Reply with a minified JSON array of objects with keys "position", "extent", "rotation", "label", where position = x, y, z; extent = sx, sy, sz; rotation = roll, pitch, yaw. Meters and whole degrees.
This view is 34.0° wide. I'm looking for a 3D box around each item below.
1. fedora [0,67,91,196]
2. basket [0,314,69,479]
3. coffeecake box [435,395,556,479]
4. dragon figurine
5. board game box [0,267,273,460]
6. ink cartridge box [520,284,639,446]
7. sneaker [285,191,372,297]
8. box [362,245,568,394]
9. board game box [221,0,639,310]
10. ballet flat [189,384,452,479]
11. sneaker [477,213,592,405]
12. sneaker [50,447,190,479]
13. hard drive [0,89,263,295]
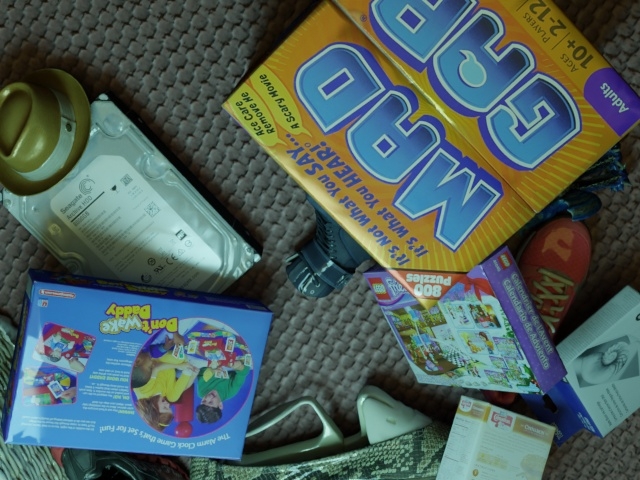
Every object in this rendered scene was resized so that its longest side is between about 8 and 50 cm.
[{"position":[-0.418,-0.162,1.490],"extent":[0.194,0.079,0.194],"rotation":[-6,75,24],"label":"fedora"},{"position":[-0.576,0.341,1.579],"extent":[0.328,0.266,0.331],"rotation":[-24,102,8],"label":"basket"},{"position":[0.250,0.338,1.534],"extent":[0.142,0.068,0.186],"rotation":[23,81,-29],"label":"coffeecake box"},{"position":[0.338,-0.067,1.482],"extent":[0.144,0.289,0.085],"rotation":[-19,97,42],"label":"dragon figurine"},{"position":[-0.263,0.183,1.511],"extent":[0.347,0.078,0.233],"rotation":[10,98,-23],"label":"board game box"},{"position":[0.417,0.204,1.566],"extent":[0.224,0.045,0.223],"rotation":[-39,132,1],"label":"ink cartridge box"},{"position":[0.001,0.002,1.518],"extent":[0.163,0.086,0.226],"rotation":[-35,146,14],"label":"sneaker"},{"position":[0.198,0.113,1.497],"extent":[0.057,0.293,0.201],"rotation":[-34,103,-27],"label":"box"},{"position":[0.135,-0.200,1.367],"extent":[0.356,0.356,0.356],"rotation":[-43,101,12],"label":"board game box"},{"position":[0.021,0.326,1.631],"extent":[0.482,0.164,0.182],"rotation":[-14,89,7],"label":"ballet flat"},{"position":[0.327,0.115,1.566],"extent":[0.115,0.136,0.314],"rotation":[22,105,-6],"label":"sneaker"},{"position":[-0.290,0.379,1.613],"extent":[0.097,0.135,0.276],"rotation":[-46,129,5],"label":"sneaker"},{"position":[-0.283,-0.025,1.576],"extent":[0.237,0.064,0.339],"rotation":[-40,100,10],"label":"hard drive"}]
